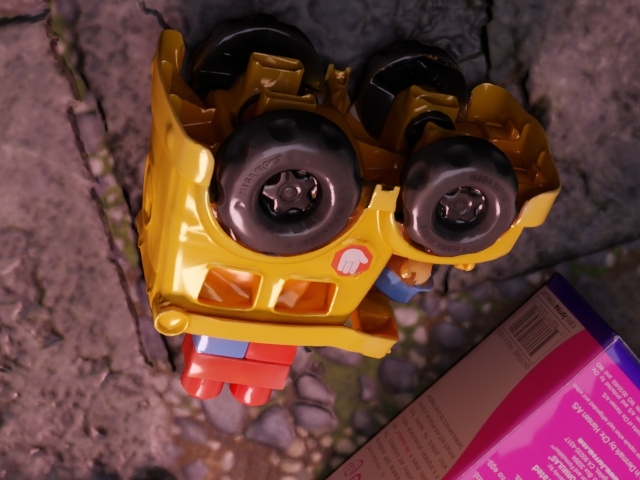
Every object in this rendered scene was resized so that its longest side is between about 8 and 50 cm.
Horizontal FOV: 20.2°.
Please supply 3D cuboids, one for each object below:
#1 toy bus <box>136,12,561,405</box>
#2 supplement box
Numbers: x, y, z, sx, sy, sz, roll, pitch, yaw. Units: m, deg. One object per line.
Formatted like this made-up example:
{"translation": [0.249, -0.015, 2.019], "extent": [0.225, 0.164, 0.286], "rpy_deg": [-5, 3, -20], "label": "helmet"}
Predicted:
{"translation": [0.000, 0.000, 1.018], "extent": [0.220, 0.149, 0.211], "rpy_deg": [6, 120, -16], "label": "toy bus"}
{"translation": [0.111, 0.145, 1.096], "extent": [0.220, 0.111, 0.114], "rpy_deg": [-40, 112, 4], "label": "supplement box"}
